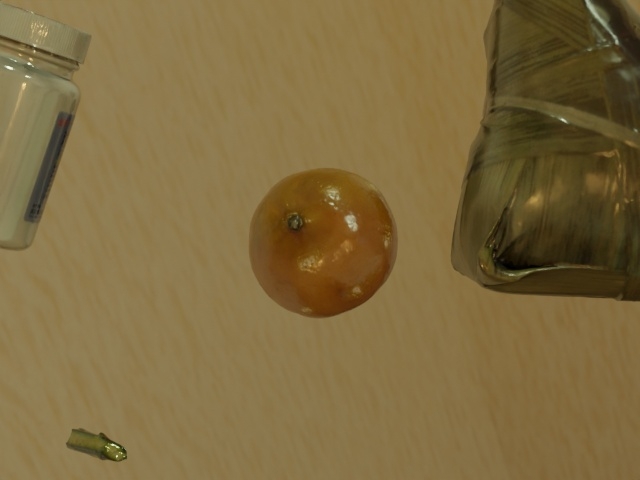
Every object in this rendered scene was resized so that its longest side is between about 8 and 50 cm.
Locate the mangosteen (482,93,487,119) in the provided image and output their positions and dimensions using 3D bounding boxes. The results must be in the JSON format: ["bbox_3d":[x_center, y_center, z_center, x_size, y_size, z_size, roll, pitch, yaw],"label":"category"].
[{"bbox_3d":[0.300,-0.144,1.495,0.257,0.215,0.215,-45,13,19],"label":"mangosteen"}]

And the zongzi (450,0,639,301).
[{"bbox_3d":[0.173,-0.070,0.671,0.205,0.204,0.094,4,4,-8],"label":"zongzi"}]

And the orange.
[{"bbox_3d":[0.000,0.000,1.414,0.156,0.124,0.156,-11,62,21],"label":"orange"}]

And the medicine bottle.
[{"bbox_3d":[-0.256,-0.093,1.132,0.103,0.186,0.103,19,2,-1],"label":"medicine bottle"}]

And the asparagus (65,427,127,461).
[{"bbox_3d":[-0.222,0.203,1.386,0.108,0.021,0.025,4,64,52],"label":"asparagus"}]
